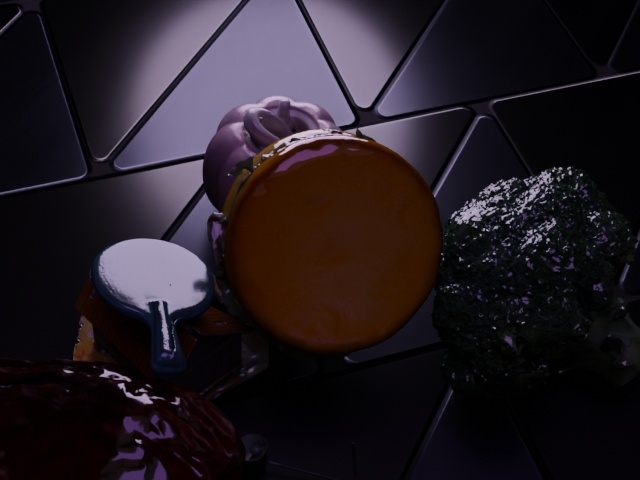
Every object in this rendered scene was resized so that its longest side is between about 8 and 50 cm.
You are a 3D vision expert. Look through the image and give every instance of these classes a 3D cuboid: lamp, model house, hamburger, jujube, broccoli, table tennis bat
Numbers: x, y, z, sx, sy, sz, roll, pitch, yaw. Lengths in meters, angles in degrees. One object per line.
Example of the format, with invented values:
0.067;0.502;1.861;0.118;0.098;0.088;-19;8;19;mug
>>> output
-0.024;0.228;1.204;0.121;0.054;0.041;5;49;9;lamp
-0.169;0.065;1.264;0.207;0.136;0.219;-34;61;-27;model house
0.000;-0.002;1.240;0.246;0.246;0.170;-6;11;-11;hamburger
-0.244;0.203;1.114;0.342;0.216;0.216;18;50;17;jujube
0.236;0.062;1.271;0.270;0.270;0.270;36;48;-19;broccoli
-0.158;0.060;1.156;0.124;0.033;0.201;3;35;-18;table tennis bat

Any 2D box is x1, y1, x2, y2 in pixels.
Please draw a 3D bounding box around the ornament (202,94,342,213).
-0.048;-0.087;1.388;0.178;0.177;0.177;3;50;-3;ornament
